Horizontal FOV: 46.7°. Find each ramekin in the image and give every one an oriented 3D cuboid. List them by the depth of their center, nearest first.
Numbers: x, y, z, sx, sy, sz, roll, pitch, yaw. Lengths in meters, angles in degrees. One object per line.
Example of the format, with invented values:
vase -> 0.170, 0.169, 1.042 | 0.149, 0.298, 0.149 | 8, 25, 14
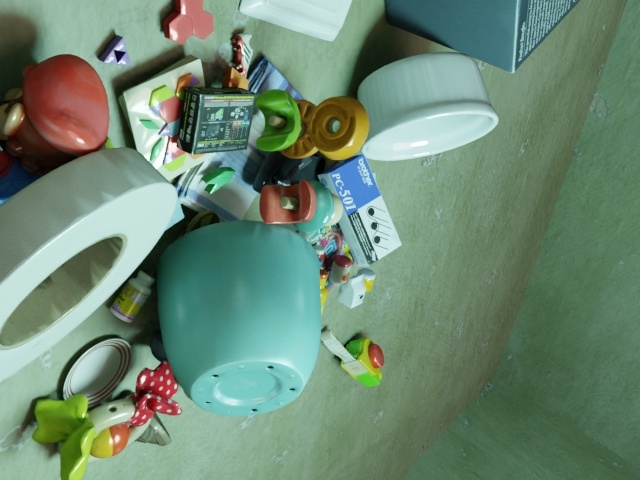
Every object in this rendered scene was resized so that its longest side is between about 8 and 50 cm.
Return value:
ramekin -> 0.204, -0.266, 1.482 | 0.277, 0.277, 0.135 | 4, 73, -59

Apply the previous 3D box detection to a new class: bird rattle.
bird rattle -> -0.364, 0.311, 1.280 | 0.253, 0.143, 0.207 | -26, 157, -39

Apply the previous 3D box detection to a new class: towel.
towel -> -0.128, -0.158, 1.299 | 0.285, 0.034, 0.209 | -57, 153, -2

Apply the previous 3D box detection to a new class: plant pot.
plant pot -> -0.132, 0.150, 1.243 | 0.293, 0.235, 0.293 | -6, 141, -5

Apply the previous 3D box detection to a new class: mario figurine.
mario figurine -> -0.386, -0.096, 0.899 | 0.320, 0.170, 0.198 | -50, -171, 5

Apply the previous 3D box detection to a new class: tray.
tray -> -0.018, -0.416, 1.224 | 0.270, 0.030, 0.145 | -5, 121, -57

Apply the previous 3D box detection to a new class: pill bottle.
pill bottle -> -0.312, 0.092, 1.239 | 0.083, 0.043, 0.043 | -56, 152, -4

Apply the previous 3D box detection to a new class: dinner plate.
dinner plate -> -0.387, 0.228, 1.282 | 0.141, 0.017, 0.141 | -40, 148, -32

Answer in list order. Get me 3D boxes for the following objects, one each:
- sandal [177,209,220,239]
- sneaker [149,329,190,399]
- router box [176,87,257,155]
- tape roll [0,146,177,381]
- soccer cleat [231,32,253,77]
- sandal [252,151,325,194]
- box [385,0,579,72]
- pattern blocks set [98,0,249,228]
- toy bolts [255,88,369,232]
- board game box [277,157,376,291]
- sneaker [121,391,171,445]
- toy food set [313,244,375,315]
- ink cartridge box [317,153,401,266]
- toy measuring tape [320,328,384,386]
sandal -> -0.223, 0.008, 1.302 | 0.072, 0.049, 0.180 | -30, 156, -33
sneaker -> -0.238, 0.259, 1.452 | 0.131, 0.112, 0.319 | -59, 150, 0
router box -> -0.156, -0.182, 1.117 | 0.122, 0.038, 0.092 | -14, 125, -51
tape roll -> -0.347, 0.045, 0.941 | 0.392, 0.072, 0.392 | -45, 176, -4
soccer cleat -> -0.122, -0.290, 1.182 | 0.035, 0.029, 0.083 | -31, 137, -34
sandal -> -0.044, -0.129, 1.396 | 0.254, 0.054, 0.097 | -18, 135, -63
box -> 0.349, -0.554, 1.396 | 0.395, 0.293, 0.212 | -46, 149, -21
pattern blocks set -> -0.218, -0.176, 1.103 | 0.285, 0.026, 0.325 | -45, 143, -19
toy bolts -> 0.007, -0.127, 1.235 | 0.158, 0.218, 0.229 | 6, 86, -58
board game box -> 0.000, 0.000, 1.596 | 0.303, 0.097, 0.224 | -45, 148, -22
sneaker -> -0.353, 0.357, 1.435 | 0.071, 0.066, 0.188 | -32, 141, -11
toy food set -> 0.029, 0.068, 1.489 | 0.232, 0.111, 0.105 | -20, 132, -49
ink cartridge box -> 0.081, -0.060, 1.497 | 0.097, 0.046, 0.207 | -31, 105, -29
toy measuring tape -> 0.089, 0.299, 2.054 | 0.121, 0.121, 0.330 | -52, 134, -12
